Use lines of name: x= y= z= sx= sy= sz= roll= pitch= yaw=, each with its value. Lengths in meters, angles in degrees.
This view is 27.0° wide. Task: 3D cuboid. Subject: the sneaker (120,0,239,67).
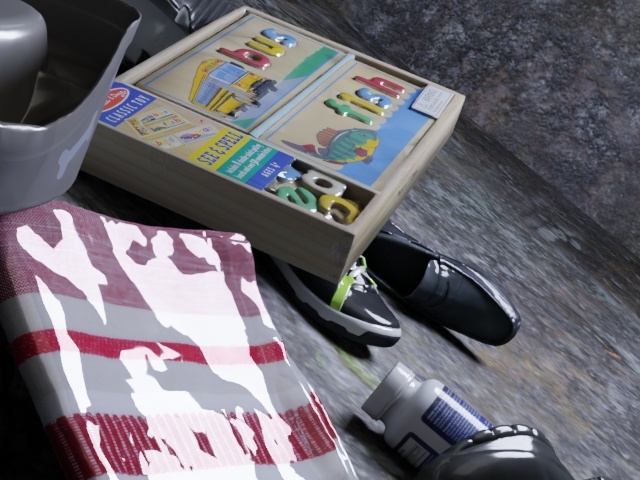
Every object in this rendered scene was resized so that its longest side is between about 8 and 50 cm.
sneaker: x=-0.174 y=-0.229 z=1.494 sx=0.330 sy=0.146 sz=0.122 roll=57 pitch=37 yaw=-20

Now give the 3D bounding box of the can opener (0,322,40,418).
can opener: x=-0.167 y=0.065 z=0.708 sx=0.095 sy=0.076 sz=0.283 roll=41 pitch=16 yaw=25

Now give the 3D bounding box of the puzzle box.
puzzle box: x=-0.037 y=-0.112 z=1.262 sx=0.272 sy=0.052 sz=0.409 roll=23 pitch=28 yaw=9

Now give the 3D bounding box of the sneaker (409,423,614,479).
sneaker: x=0.175 y=0.226 z=0.982 sx=0.286 sy=0.109 sz=0.130 roll=24 pitch=27 yaw=-38

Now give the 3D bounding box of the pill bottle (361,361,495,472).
pill bottle: x=0.093 y=0.154 z=1.064 sx=0.120 sy=0.067 sz=0.067 roll=40 pitch=15 yaw=5

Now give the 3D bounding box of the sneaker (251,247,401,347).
sneaker: x=0.000 y=0.000 z=1.243 sx=0.235 sy=0.097 sz=0.084 roll=44 pitch=16 yaw=23

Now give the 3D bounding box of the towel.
towel: x=-0.050 y=0.123 z=0.723 sx=0.237 sy=0.037 sz=0.329 roll=9 pitch=48 yaw=-59

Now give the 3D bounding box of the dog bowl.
dog bowl: x=-0.272 y=-0.100 z=0.686 sx=0.349 sy=0.102 sz=0.349 roll=11 pitch=14 yaw=-3

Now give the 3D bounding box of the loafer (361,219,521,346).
loafer: x=0.113 y=0.046 z=1.425 sx=0.223 sy=0.076 sz=0.078 roll=34 pitch=20 yaw=1
